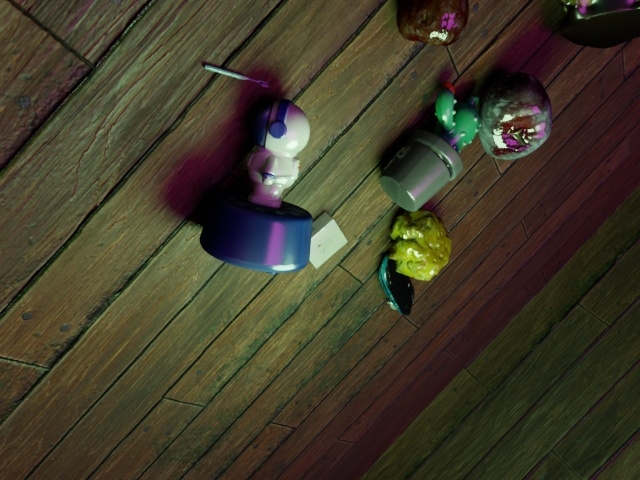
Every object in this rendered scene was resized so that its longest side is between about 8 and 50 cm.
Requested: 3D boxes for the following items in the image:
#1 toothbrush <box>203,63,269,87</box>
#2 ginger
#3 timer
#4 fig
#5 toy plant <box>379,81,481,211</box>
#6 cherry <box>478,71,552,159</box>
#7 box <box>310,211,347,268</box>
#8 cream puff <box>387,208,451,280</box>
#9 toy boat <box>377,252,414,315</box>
[{"bbox_3d":[-0.180,-0.357,1.150,0.167,0.014,0.011,3,130,-43],"label":"toothbrush"},{"bbox_3d":[0.898,-0.740,1.561,0.413,0.358,0.211,-2,90,-51],"label":"ginger"},{"bbox_3d":[-0.122,-0.141,1.249,0.270,0.270,0.384,1,107,-42],"label":"timer"},{"bbox_3d":[0.275,-0.605,1.252,0.145,0.170,0.274,-16,116,-57],"label":"fig"},{"bbox_3d":[0.352,-0.282,1.568,0.400,0.185,0.279,-47,123,-11],"label":"toy plant"},{"bbox_3d":[0.597,-0.382,1.627,0.296,0.218,0.255,-72,156,-44],"label":"cherry"},{"bbox_3d":[0.000,0.000,1.597,0.129,0.051,0.130,-41,141,-5],"label":"box"},{"bbox_3d":[0.329,0.015,1.778,0.244,0.244,0.196,-19,162,-29],"label":"cream puff"},{"bbox_3d":[0.261,0.158,1.942,0.299,0.092,0.134,59,45,-43],"label":"toy boat"}]
